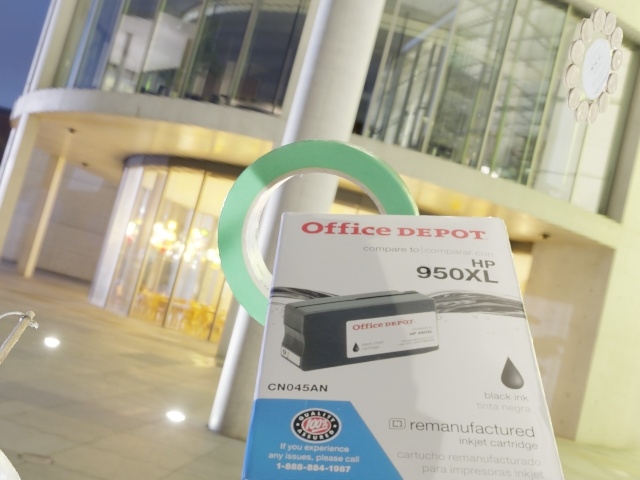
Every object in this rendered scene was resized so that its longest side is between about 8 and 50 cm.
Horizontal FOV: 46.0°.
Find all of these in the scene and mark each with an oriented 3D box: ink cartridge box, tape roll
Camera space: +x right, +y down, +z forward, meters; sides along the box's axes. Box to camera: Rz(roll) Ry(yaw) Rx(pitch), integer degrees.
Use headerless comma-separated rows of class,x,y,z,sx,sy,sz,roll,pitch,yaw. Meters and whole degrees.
ink cartridge box,0.079,0.148,0.833,0.285,0.395,0.166,2,-51,2
tape roll,0.000,0.000,1.199,0.321,0.321,0.077,14,11,7

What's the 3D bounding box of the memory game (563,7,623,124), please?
memory game,0.441,-0.279,1.214,0.012,0.186,0.186,17,-2,43

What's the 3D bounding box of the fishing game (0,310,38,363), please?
fishing game,-0.326,0.003,0.537,0.264,0.041,0.189,45,14,-12

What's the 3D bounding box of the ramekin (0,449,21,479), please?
ramekin,-0.508,0.295,0.971,0.273,0.127,0.273,25,-40,23
